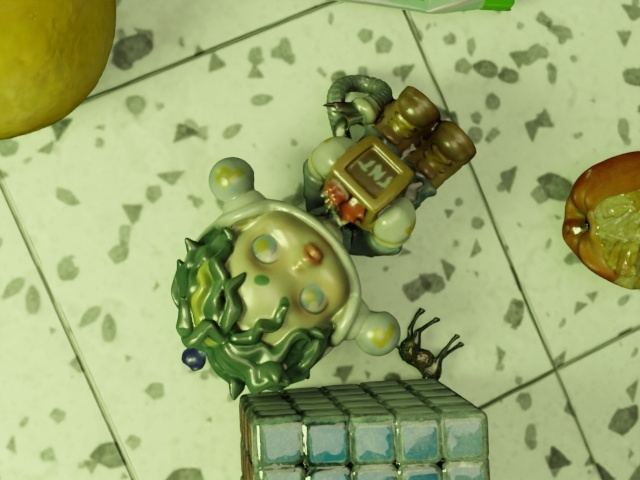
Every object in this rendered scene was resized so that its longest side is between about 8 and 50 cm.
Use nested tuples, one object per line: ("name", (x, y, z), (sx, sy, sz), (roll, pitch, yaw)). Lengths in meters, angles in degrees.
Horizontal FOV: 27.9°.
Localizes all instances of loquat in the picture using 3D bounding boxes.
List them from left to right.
("loquat", (-0.327, -0.237, 1.247), (0.275, 0.275, 0.274), (1, 88, -15))

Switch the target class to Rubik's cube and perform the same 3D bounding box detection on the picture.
("Rubik's cube", (0.041, 0.276, 1.332), (0.237, 0.238, 0.237), (-1, 91, -8))

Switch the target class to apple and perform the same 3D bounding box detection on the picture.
("apple", (0.364, -0.026, 1.492), (0.158, 0.147, 0.156), (8, 119, -5))

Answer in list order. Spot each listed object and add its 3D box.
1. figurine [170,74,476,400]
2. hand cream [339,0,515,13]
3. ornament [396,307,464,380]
("figurine", (0.003, 0.002, 1.362), (0.261, 0.186, 0.382), (43, 80, 13))
("hand cream", (0.088, -0.308, 1.480), (0.275, 0.050, 0.079), (6, 59, -11))
("ornament", (0.108, 0.147, 1.473), (0.073, 0.028, 0.125), (38, 77, -12))
